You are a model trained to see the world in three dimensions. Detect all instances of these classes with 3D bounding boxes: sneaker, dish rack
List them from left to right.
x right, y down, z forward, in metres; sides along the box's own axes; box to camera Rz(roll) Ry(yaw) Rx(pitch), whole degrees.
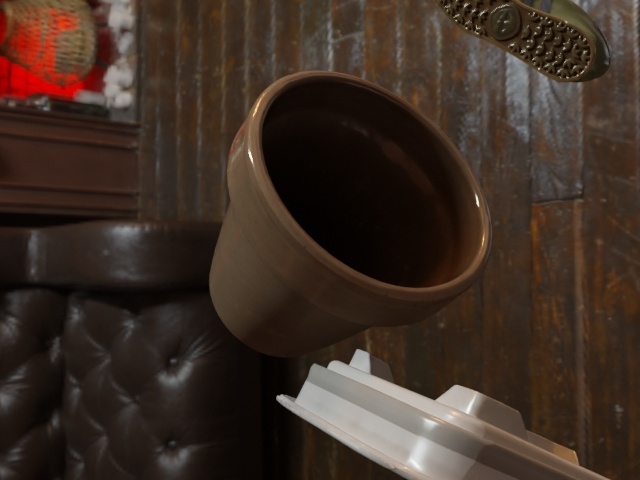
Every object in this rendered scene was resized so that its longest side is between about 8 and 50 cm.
[{"bbox_3d":[0.152,0.179,0.680,0.072,0.333,0.285,-66,22,-9],"label":"dish rack"},{"bbox_3d":[0.179,-0.200,0.747,0.192,0.086,0.064,45,121,26],"label":"sneaker"}]

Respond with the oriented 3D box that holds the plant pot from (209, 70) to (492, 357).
[{"bbox_3d":[0.000,0.000,0.838,0.229,0.263,0.263,-48,57,45],"label":"plant pot"}]
